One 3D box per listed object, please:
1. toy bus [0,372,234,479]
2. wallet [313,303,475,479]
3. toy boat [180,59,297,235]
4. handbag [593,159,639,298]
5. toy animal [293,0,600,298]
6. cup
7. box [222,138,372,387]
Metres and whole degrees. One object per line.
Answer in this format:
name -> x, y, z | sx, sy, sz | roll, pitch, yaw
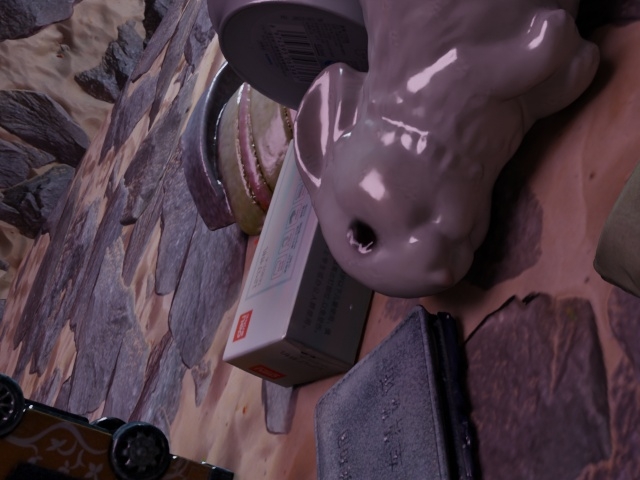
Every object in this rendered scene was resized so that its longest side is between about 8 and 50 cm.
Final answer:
toy bus -> -0.270, 0.252, 0.978 | 0.162, 0.323, 0.194 | -17, 53, 62
wallet -> 0.048, 0.169, 0.729 | 0.167, 0.036, 0.222 | -48, 27, 35
toy boat -> -0.074, -0.141, 1.271 | 0.293, 0.111, 0.276 | -9, 65, 53
handbag -> 0.264, -0.071, 0.404 | 0.316, 0.109, 0.253 | -60, 27, 11
toy animal -> 0.083, -0.139, 0.782 | 0.257, 0.194, 0.357 | 27, 97, 32
cup -> 0.062, -0.315, 0.975 | 0.322, 0.236, 0.327 | -18, 49, 54
box -> 0.000, 0.000, 0.966 | 0.135, 0.079, 0.270 | -28, 42, 56
